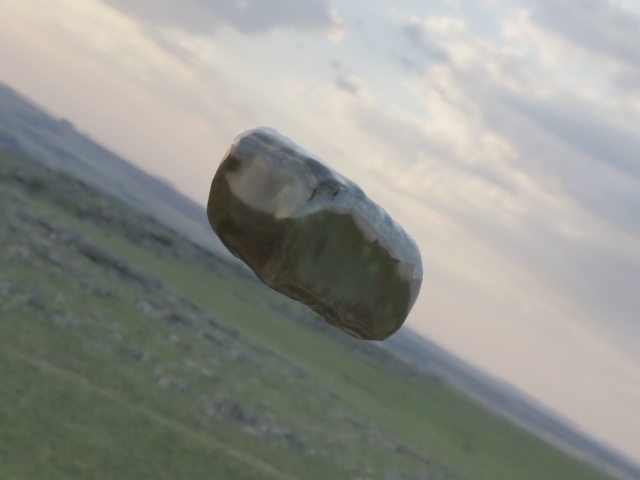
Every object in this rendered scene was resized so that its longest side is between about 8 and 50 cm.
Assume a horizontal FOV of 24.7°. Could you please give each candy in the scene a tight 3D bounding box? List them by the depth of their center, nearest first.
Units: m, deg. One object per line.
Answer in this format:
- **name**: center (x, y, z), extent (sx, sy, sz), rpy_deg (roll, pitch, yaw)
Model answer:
- **candy**: center (0.000, 0.000, 1.149), extent (0.104, 0.102, 0.234), rpy_deg (37, 1, 32)
